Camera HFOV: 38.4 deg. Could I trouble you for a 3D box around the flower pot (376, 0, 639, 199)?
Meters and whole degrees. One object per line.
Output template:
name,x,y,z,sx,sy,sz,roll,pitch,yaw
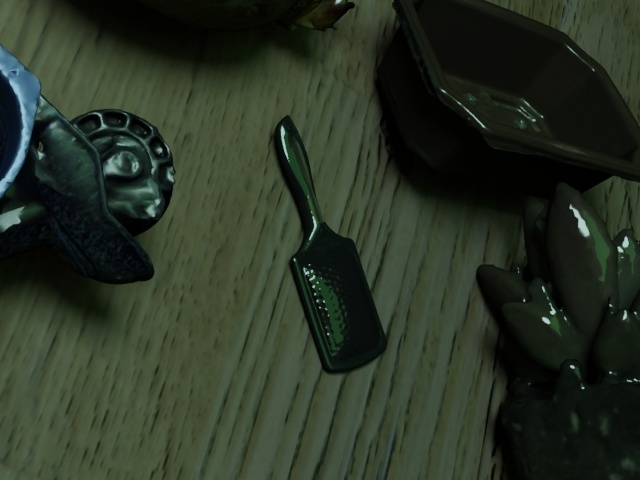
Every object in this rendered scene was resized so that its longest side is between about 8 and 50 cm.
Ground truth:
flower pot,0.151,-0.110,0.767,0.250,0.084,0.179,9,49,-33

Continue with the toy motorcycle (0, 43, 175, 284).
toy motorcycle,-0.242,-0.068,0.460,0.358,0.125,0.213,42,63,-16

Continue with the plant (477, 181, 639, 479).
plant,0.235,0.118,0.726,0.181,0.194,0.321,13,71,-47

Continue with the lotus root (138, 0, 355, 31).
lotus root,-0.073,-0.213,0.616,0.278,0.154,0.154,16,65,-50

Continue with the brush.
brush,0.000,0.000,0.679,0.062,0.016,0.194,-16,85,-40
